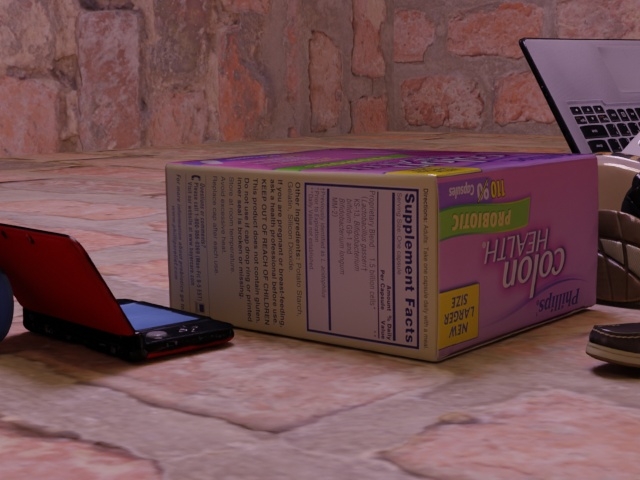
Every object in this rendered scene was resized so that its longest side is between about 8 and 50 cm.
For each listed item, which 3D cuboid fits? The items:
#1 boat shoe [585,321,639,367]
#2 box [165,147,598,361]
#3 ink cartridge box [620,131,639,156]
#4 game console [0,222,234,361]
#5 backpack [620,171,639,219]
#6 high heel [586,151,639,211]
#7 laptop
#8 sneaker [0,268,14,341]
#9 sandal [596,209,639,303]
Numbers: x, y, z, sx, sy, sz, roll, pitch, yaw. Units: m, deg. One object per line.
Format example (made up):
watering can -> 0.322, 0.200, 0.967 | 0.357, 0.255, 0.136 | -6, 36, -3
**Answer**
boat shoe -> 0.232, 0.049, 0.703 | 0.152, 0.049, 0.056 | -2, 7, -11
box -> 0.045, -0.004, 0.862 | 0.243, 0.117, 0.214 | 6, 11, 40
ink cartridge box -> 0.423, -0.082, 1.290 | 0.104, 0.061, 0.181 | -46, 31, -5
game console -> -0.145, 0.026, 0.782 | 0.124, 0.085, 0.144 | -8, 11, -41
backpack -> 0.344, -0.013, 0.901 | 0.152, 0.115, 0.182 | -22, 15, -29
high heel -> 0.341, -0.058, 1.304 | 0.261, 0.093, 0.186 | -1, 8, 44
laptop -> 0.535, -0.155, 1.523 | 0.382, 0.407, 0.236 | -7, -24, -39
sneaker -> -0.315, 0.029, 0.791 | 0.232, 0.081, 0.090 | 6, 3, 34
sandal -> 0.212, 0.014, 0.945 | 0.049, 0.072, 0.180 | 20, -9, -34
